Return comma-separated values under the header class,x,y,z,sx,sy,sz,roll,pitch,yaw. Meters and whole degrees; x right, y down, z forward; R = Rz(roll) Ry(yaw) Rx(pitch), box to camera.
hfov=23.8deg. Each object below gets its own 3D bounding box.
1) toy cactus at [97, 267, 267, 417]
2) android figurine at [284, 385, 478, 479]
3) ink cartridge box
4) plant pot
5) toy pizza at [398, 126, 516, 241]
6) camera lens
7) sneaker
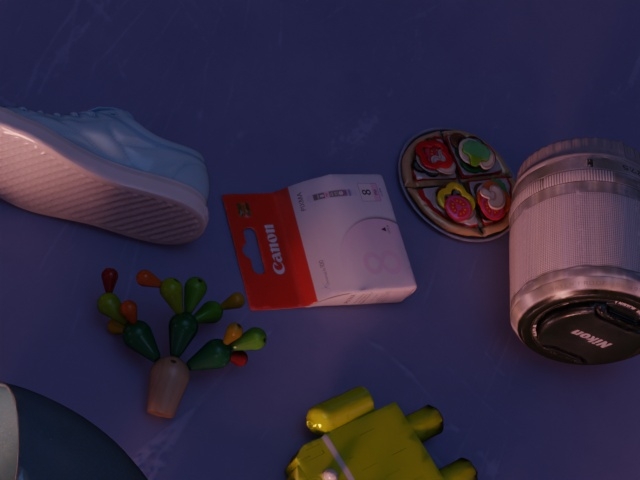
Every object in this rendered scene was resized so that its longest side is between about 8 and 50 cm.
class,x,y,z,sx,sy,sz,roll,pitch,yaw
toy cactus,-0.185,0.131,1.905,0.219,0.112,0.180,18,73,-16
android figurine,0.068,0.308,1.921,0.273,0.056,0.248,-19,69,-34
ink cartridge box,0.000,0.000,2.086,0.232,0.066,0.189,0,60,-29
plant pot,-0.284,0.314,1.622,0.195,0.290,0.290,17,54,-25
toy pizza,0.211,-0.089,2.251,0.201,0.032,0.201,12,56,-18
camera lens,0.376,0.021,2.138,0.219,0.219,0.274,15,55,-16
sneaker,-0.315,-0.115,1.979,0.366,0.135,0.150,23,45,-20
